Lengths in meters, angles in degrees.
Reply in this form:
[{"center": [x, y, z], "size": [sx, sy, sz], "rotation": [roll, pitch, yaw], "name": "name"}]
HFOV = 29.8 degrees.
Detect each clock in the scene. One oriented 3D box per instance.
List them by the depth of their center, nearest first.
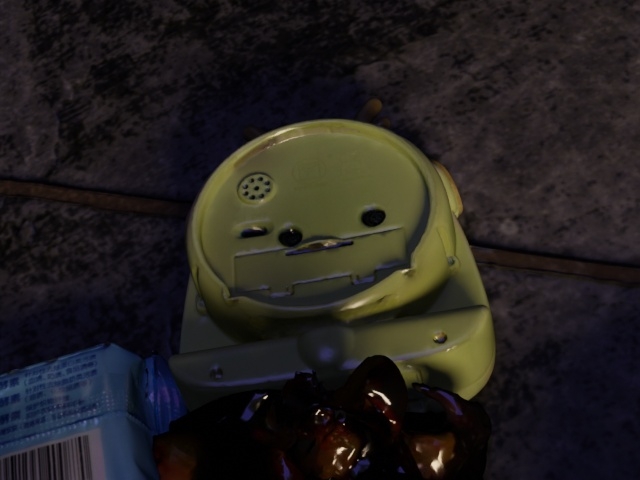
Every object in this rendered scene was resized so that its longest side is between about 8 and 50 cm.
[{"center": [0.000, 0.000, 0.935], "size": [0.235, 0.096, 0.308], "rotation": [-11, 49, 6], "name": "clock"}]

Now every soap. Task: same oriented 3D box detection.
[{"center": [-0.238, 0.178, 0.890], "size": [0.293, 0.077, 0.156], "rotation": [-16, 51, 3], "name": "soap"}]

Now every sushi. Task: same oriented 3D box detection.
[{"center": [0.010, 0.187, 0.726], "size": [0.215, 0.212, 0.227], "rotation": [-12, 53, 7], "name": "sushi"}]
